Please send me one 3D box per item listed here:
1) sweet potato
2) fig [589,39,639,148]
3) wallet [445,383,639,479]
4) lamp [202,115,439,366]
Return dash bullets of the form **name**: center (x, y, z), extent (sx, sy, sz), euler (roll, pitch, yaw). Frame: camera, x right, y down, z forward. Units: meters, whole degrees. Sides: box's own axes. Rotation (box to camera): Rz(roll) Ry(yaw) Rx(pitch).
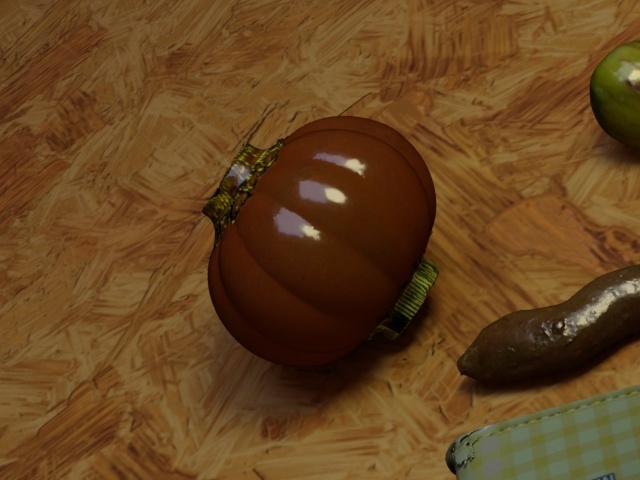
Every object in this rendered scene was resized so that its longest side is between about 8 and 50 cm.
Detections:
- **sweet potato**: center (0.205, 0.061, 1.193), extent (0.218, 0.051, 0.065), euler (-23, 33, 12)
- **fig**: center (0.292, -0.093, 1.322), extent (0.093, 0.093, 0.166), euler (-30, 72, 2)
- **wallet**: center (0.193, 0.219, 0.997), extent (0.223, 0.077, 0.309), euler (-23, 34, 17)
- **lamp**: center (0.000, 0.000, 1.296), extent (0.223, 0.196, 0.223), euler (-55, 4, 6)
